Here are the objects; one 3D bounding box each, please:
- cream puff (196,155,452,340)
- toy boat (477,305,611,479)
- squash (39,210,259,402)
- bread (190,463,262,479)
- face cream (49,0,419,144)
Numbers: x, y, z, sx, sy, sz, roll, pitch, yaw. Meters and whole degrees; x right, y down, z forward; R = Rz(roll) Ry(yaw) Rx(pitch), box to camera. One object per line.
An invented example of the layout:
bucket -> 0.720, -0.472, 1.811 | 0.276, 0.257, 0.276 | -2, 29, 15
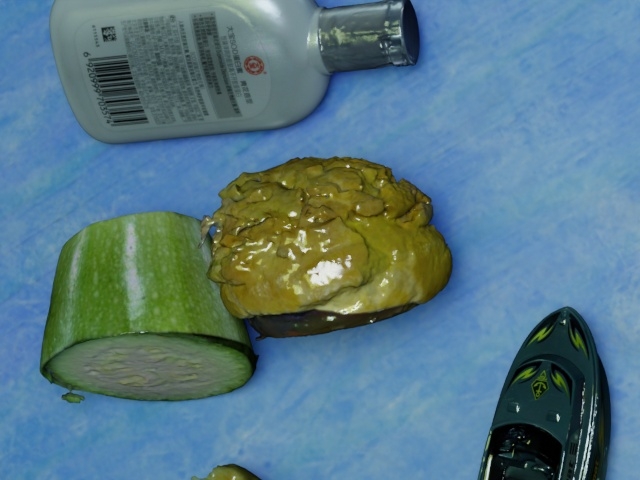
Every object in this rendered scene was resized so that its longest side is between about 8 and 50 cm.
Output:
cream puff -> 0.000, 0.000, 1.305 | 0.189, 0.189, 0.129 | -9, 93, 17
toy boat -> 0.160, 0.169, 1.291 | 0.093, 0.103, 0.246 | 10, 85, 42
squash -> -0.141, 0.057, 1.368 | 0.170, 0.170, 0.123 | -16, 68, 17
bread -> 0.010, 0.270, 1.333 | 0.269, 0.087, 0.098 | 31, 123, 17
face cream -> -0.068, -0.152, 1.375 | 0.291, 0.071, 0.144 | -5, 121, 19
